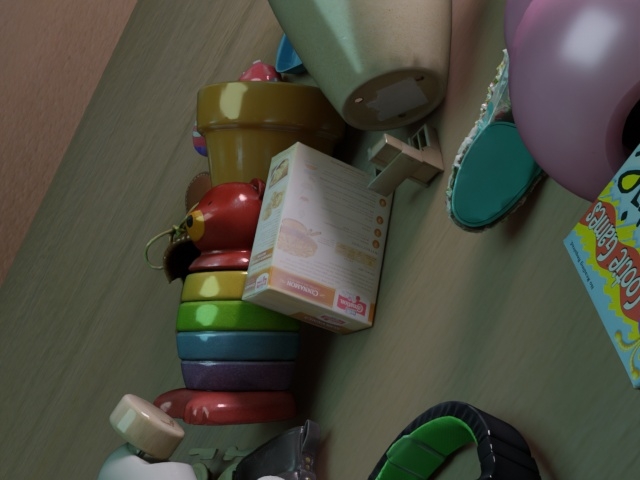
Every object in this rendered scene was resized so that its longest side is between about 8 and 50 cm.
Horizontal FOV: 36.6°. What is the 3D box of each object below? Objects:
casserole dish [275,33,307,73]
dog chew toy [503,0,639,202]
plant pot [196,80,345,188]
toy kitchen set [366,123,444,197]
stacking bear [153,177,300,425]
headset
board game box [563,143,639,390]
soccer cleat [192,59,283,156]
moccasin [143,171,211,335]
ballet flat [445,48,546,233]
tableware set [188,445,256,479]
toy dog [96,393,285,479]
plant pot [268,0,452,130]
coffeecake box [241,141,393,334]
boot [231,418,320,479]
[{"bbox_3d":[-0.011,-0.319,1.524,0.188,0.037,0.114,-7,65,61],"label":"casserole dish"},{"bbox_3d":[0.239,-0.171,0.776,0.207,0.206,0.332,-52,23,29],"label":"dog chew toy"},{"bbox_3d":[-0.071,-0.103,1.318,0.205,0.205,0.188,-3,82,61],"label":"plant pot"},{"bbox_3d":[0.086,-0.100,1.122,0.068,0.083,0.075,-45,34,37],"label":"toy kitchen set"},{"bbox_3d":[-0.106,0.071,1.183,0.175,0.164,0.289,-9,79,61],"label":"stacking bear"},{"bbox_3d":[0.067,0.286,0.754,0.243,0.185,0.394,-54,18,27],"label":"headset"},{"bbox_3d":[0.297,-0.037,0.576,0.275,0.142,0.144,-60,26,33],"label":"board game box"},{"bbox_3d":[-0.146,-0.205,1.647,0.248,0.083,0.095,-39,43,40],"label":"soccer cleat"},{"bbox_3d":[-0.175,0.026,1.443,0.139,0.147,0.380,-48,33,35],"label":"moccasin"},{"bbox_3d":[0.195,-0.115,0.959,0.241,0.091,0.077,-63,-4,0],"label":"ballet flat"},{"bbox_3d":[-0.136,0.335,1.258,0.194,0.039,0.128,-16,47,54],"label":"tableware set"},{"bbox_3d":[-0.131,0.313,1.017,0.220,0.161,0.334,-44,49,12],"label":"toy dog"},{"bbox_3d":[0.060,-0.281,1.176,0.256,0.256,0.274,-40,54,43],"label":"plant pot"},{"bbox_3d":[0.000,0.000,1.141,0.068,0.142,0.186,-25,49,55],"label":"coffeecake box"},{"bbox_3d":[-0.075,0.353,1.090,0.263,0.091,0.229,-42,34,23],"label":"boot"}]
